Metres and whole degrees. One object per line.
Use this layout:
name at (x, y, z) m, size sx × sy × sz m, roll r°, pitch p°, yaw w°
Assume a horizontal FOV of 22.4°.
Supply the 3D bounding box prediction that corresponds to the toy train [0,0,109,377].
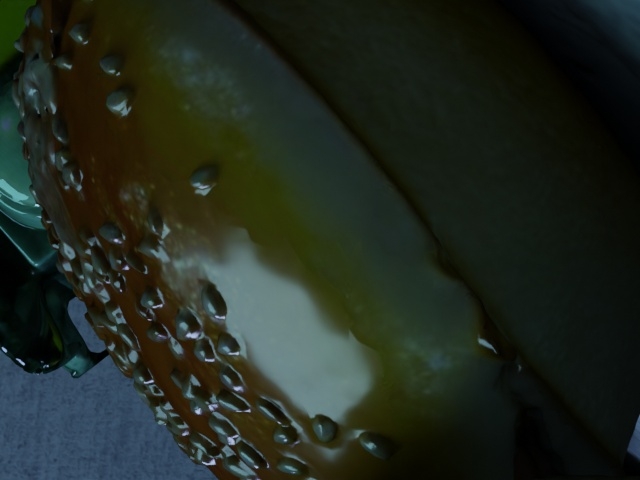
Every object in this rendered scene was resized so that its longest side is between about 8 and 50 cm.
toy train at (-0.180, -0.071, 0.907) m, size 0.272 × 0.179 × 0.442 m, roll 48°, pitch 173°, yaw 1°

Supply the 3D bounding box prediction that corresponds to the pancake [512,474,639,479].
pancake at (0.121, 0.113, 0.417) m, size 0.286 × 0.033 × 0.288 m, roll 6°, pitch 156°, yaw 4°

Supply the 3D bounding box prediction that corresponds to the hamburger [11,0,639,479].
hamburger at (0.001, 0.000, 0.478) m, size 0.237 × 0.147 × 0.237 m, roll 41°, pitch 168°, yaw 11°
